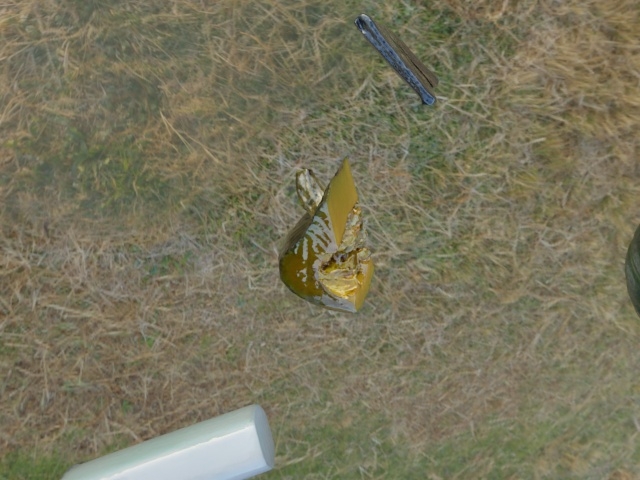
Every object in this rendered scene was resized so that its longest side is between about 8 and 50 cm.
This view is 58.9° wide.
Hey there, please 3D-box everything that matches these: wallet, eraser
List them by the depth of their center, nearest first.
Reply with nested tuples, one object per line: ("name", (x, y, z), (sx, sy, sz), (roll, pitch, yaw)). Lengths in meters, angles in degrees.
("wallet", (0.119, -0.268, 0.834), (0.146, 0.285, 0.030), (44, 111, -6))
("eraser", (-0.219, 0.335, 0.843), (0.290, 0.189, 0.104), (-18, 75, -5))

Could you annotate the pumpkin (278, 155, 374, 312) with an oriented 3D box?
("pumpkin", (-0.004, -0.004, 0.838), (0.126, 0.131, 0.248), (7, 131, 23))

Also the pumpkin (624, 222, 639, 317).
("pumpkin", (0.457, 0.028, 0.595), (0.250, 0.216, 0.250), (11, 129, 15))
